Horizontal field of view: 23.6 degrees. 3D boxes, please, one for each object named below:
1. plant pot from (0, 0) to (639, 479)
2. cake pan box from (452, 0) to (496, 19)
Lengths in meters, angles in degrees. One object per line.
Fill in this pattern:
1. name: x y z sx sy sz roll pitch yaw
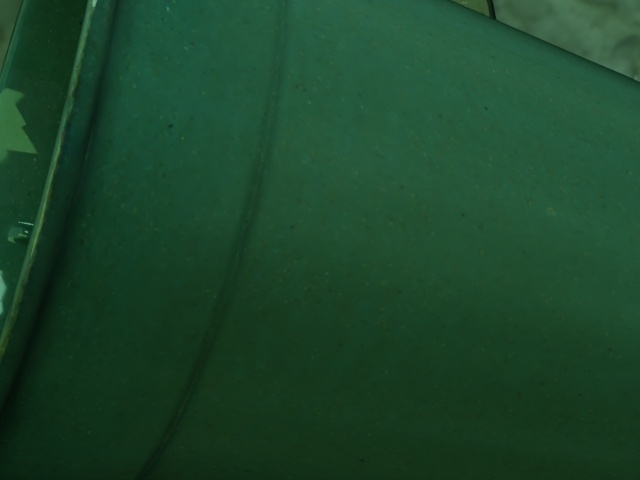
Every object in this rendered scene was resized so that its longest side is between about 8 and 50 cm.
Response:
1. plant pot: 0.000 0.000 0.787 0.334 0.341 0.341 14 98 -19
2. cake pan box: -0.015 -0.117 0.999 0.267 0.070 0.245 -7 94 14
